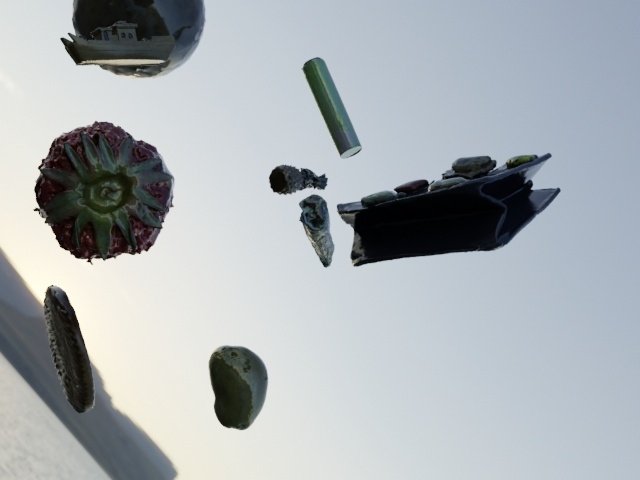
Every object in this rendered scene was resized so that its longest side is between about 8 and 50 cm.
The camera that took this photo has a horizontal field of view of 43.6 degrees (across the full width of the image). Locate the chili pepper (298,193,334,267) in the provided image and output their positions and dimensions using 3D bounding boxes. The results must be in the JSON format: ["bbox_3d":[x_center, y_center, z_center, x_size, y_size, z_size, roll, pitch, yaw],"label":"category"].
[{"bbox_3d":[0.000,0.000,1.699,0.227,0.059,0.088,75,11,-57],"label":"chili pepper"}]

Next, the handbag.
[{"bbox_3d":[0.227,-0.066,1.405,0.303,0.329,0.122,-10,-79,39],"label":"handbag"}]

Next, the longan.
[{"bbox_3d":[-0.525,-0.654,2.329,0.391,0.391,0.391,40,-23,21],"label":"longan"}]

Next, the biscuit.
[{"bbox_3d":[-0.610,0.262,1.924,0.318,0.040,0.318,35,-48,51],"label":"biscuit"}]

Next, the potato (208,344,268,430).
[{"bbox_3d":[-0.197,0.348,1.888,0.157,0.194,0.157,3,-17,1],"label":"potato"}]

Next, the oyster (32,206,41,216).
[{"bbox_3d":[-0.589,-0.057,1.790,0.132,0.029,0.086,5,-31,34],"label":"oyster"}]

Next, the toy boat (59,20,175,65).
[{"bbox_3d":[-0.343,-0.339,1.372,0.064,0.206,0.072,-5,-86,45],"label":"toy boat"}]

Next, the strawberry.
[{"bbox_3d":[-0.442,-0.089,1.628,0.292,0.292,0.343,52,-15,-9],"label":"strawberry"}]

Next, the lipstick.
[{"bbox_3d":[0.031,-0.380,2.274,0.076,0.076,0.304,116,-47,-67],"label":"lipstick"}]

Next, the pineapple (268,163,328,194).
[{"bbox_3d":[-0.046,-0.138,1.832,0.074,0.159,0.074,4,-84,40],"label":"pineapple"}]
